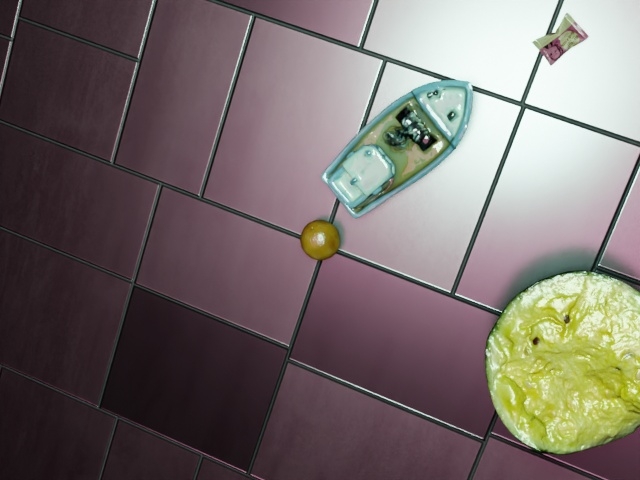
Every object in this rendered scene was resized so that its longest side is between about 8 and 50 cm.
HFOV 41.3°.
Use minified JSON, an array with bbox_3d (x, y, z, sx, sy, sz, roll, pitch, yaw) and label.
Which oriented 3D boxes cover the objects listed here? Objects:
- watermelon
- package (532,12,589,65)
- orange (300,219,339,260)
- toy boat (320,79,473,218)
[{"bbox_3d":[0.464,0.219,1.535,0.331,0.189,0.330,-2,82,16],"label":"watermelon"},{"bbox_3d":[0.430,-0.360,1.523,0.083,0.029,0.059,-39,96,28],"label":"package"},{"bbox_3d":[0.000,0.000,1.675,0.085,0.085,0.085,3,100,14],"label":"orange"},{"bbox_3d":[0.152,-0.180,1.573,0.332,0.133,0.145,-39,87,17],"label":"toy boat"}]
